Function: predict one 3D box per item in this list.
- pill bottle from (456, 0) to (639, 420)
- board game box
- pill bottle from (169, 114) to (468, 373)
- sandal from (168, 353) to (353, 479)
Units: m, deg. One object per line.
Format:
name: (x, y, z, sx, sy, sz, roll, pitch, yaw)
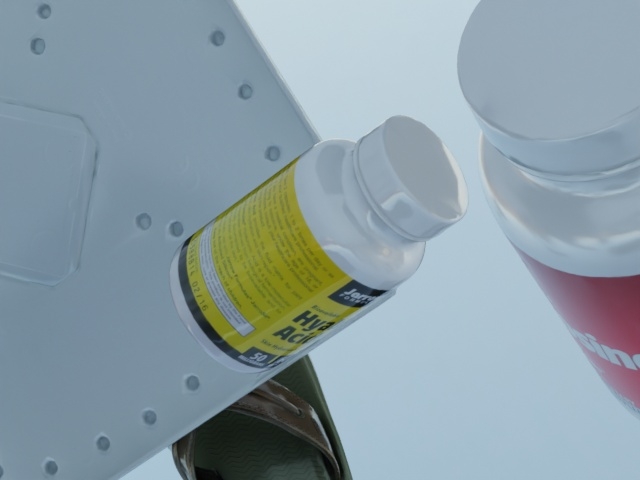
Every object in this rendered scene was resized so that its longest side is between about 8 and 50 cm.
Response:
pill bottle: (0.256, -0.032, 1.327, 0.229, 0.408, 0.229, -15, -128, 20)
board game box: (-0.192, -0.034, 1.173, 0.390, 0.390, 0.050, -35, 171, 19)
pill bottle: (0.000, 0.000, 0.696, 0.116, 0.065, 0.065, -36, -166, 33)
sandal: (-0.041, 0.138, 1.159, 0.120, 0.303, 0.086, -31, 160, 1)
